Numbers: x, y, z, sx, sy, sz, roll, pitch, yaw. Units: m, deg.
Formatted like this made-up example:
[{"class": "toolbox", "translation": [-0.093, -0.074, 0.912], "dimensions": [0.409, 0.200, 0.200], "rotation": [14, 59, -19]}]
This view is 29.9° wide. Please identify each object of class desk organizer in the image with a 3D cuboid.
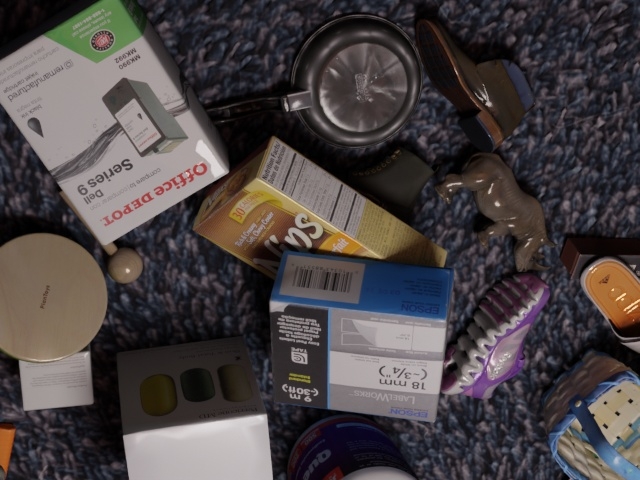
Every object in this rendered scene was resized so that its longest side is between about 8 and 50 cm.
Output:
[{"class": "desk organizer", "translation": [0.445, 0.028, 1.872], "dimensions": [0.130, 0.050, 0.047], "rotation": [1, 124, -18]}]

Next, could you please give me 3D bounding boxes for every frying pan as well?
[{"class": "frying pan", "translation": [-0.005, -0.231, 1.700], "dimensions": [0.326, 0.053, 0.197], "rotation": [7, 107, -16]}]

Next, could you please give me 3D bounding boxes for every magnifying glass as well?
[{"class": "magnifying glass", "translation": [-0.501, 0.386, 1.835], "dimensions": [0.092, 0.026, 0.231], "rotation": [11, 106, -14]}]

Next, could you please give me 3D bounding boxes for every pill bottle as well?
[{"class": "pill bottle", "translation": [0.062, 0.390, 1.777], "dimensions": [0.181, 0.323, 0.181], "rotation": [-2, 102, -11]}]

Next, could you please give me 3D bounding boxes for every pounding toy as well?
[{"class": "pounding toy", "translation": [-0.389, 0.067, 1.717], "dimensions": [0.183, 0.110, 0.237], "rotation": [44, 67, -10]}]

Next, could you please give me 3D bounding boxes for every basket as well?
[{"class": "basket", "translation": [0.481, 0.321, 1.857], "dimensions": [0.255, 0.289, 0.201], "rotation": [39, 99, -19]}]

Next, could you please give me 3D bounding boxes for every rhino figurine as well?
[{"class": "rhino figurine", "translation": [0.278, -0.036, 1.808], "dimensions": [0.106, 0.073, 0.243], "rotation": [-40, 113, 8]}]

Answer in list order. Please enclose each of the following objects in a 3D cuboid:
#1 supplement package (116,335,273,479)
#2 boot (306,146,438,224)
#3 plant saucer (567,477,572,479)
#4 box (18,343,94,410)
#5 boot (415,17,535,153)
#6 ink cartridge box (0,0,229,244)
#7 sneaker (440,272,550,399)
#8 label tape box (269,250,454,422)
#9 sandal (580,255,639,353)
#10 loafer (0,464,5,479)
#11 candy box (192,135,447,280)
[{"class": "supplement package", "translation": [-0.182, 0.289, 1.733], "dimensions": [0.199, 0.262, 0.198], "rotation": [-7, 111, -9]}, {"class": "boot", "translation": [0.063, -0.101, 1.755], "dimensions": [0.198, 0.077, 0.137], "rotation": [33, 88, -21]}, {"class": "plant saucer", "translation": [0.471, 0.534, 2.062], "dimensions": [0.259, 0.048, 0.258], "rotation": [22, 104, -18]}, {"class": "box", "translation": [-0.383, 0.185, 1.744], "dimensions": [0.101, 0.102, 0.087], "rotation": [-5, 108, -10]}, {"class": "boot", "translation": [0.224, -0.245, 1.736], "dimensions": [0.106, 0.082, 0.219], "rotation": [-38, 109, -20]}, {"class": "ink cartridge box", "translation": [-0.281, -0.172, 1.618], "dimensions": [0.211, 0.121, 0.289], "rotation": [-30, 112, 6]}, {"class": "sneaker", "translation": [0.284, 0.157, 1.874], "dimensions": [0.104, 0.095, 0.236], "rotation": [29, 107, -25]}, {"class": "label tape box", "translation": [0.057, 0.175, 1.719], "dimensions": [0.241, 0.106, 0.333], "rotation": [6, 135, 6]}, {"class": "sandal", "translation": [0.496, 0.123, 1.876], "dimensions": [0.102, 0.076, 0.265], "rotation": [-41, 127, 17]}, {"class": "loafer", "translation": [-0.588, 0.375, 1.792], "dimensions": [0.251, 0.094, 0.087], "rotation": [-29, 71, 6]}, {"class": "candy box", "translation": [0.000, 0.000, 1.710], "dimensions": [0.316, 0.087, 0.183], "rotation": [32, 142, -20]}]
